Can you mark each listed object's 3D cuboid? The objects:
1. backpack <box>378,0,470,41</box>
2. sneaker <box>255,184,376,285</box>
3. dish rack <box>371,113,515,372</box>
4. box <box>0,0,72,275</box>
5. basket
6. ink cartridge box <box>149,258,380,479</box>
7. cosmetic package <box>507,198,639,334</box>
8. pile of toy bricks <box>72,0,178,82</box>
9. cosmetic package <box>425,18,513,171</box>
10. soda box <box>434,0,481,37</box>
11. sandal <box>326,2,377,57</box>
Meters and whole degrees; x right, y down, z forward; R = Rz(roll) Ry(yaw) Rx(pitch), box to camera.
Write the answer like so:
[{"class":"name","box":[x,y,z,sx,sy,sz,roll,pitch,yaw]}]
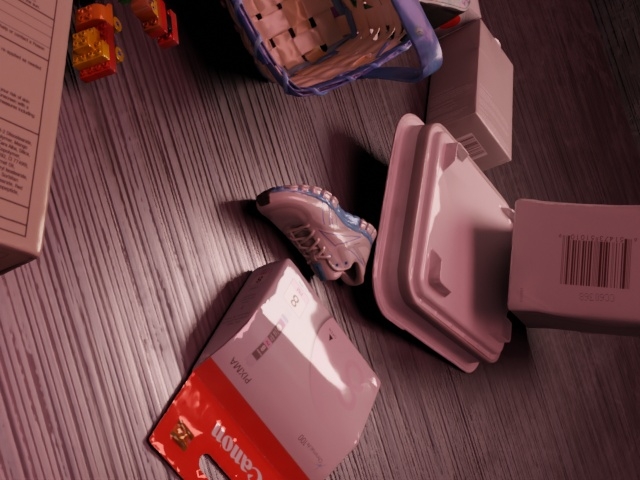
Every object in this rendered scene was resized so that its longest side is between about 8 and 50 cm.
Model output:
[{"class":"backpack","box":[0.124,-0.455,1.153,0.225,0.191,0.254,-16,82,-54]},{"class":"sneaker","box":[0.000,0.000,0.864,0.190,0.071,0.083,28,59,-44]},{"class":"dish rack","box":[0.194,0.010,1.059,0.333,0.072,0.286,37,56,-48]},{"class":"box","box":[-0.264,-0.098,0.495,0.148,0.126,0.233,25,55,-46]},{"class":"basket","box":[-0.001,-0.279,0.788,0.201,0.289,0.255,-30,110,-11]},{"class":"ink cartridge box","box":[-0.038,0.160,0.749,0.189,0.066,0.232,55,34,-22]},{"class":"cosmetic package","box":[0.401,0.055,1.138,0.385,0.217,0.156,26,69,-71]},{"class":"pile of toy bricks","box":[-0.193,-0.256,0.661,0.105,0.118,0.212,37,41,-65]},{"class":"cosmetic package","box":[0.252,-0.238,1.291,0.127,0.107,0.238,44,40,-33]},{"class":"soda box","box":[0.197,-0.503,1.341,0.091,0.098,0.287,18,59,-49]},{"class":"sandal","box":[-0.037,-0.414,0.968,0.102,0.169,0.417,-22,94,-15]}]
